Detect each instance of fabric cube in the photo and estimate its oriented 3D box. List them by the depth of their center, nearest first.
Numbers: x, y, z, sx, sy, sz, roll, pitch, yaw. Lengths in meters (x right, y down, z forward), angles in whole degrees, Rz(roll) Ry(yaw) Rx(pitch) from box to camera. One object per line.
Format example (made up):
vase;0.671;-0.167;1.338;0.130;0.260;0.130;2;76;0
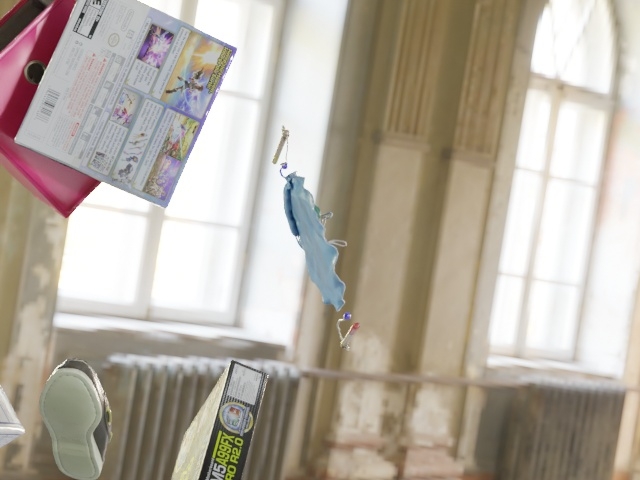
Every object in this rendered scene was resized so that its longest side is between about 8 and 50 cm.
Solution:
fabric cube;-0.442;-0.227;1.996;0.258;0.254;0.259;49;-12;-24

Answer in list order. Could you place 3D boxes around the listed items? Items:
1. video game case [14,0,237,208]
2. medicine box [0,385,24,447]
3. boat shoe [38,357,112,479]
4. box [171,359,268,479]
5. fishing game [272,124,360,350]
video game case;-0.290;-0.218;1.842;0.244;0.269;0.061;24;-2;-13
medicine box;-0.544;0.165;1.557;0.149;0.263;0.289;-31;-13;2
boat shoe;-0.314;0.221;1.598;0.081;0.068;0.227;11;-44;3
box;-0.161;0.332;1.700;0.060;0.270;0.216;23;-44;-10
fishing game;0.000;0.000;1.506;0.041;0.264;0.189;-19;-13;-11
